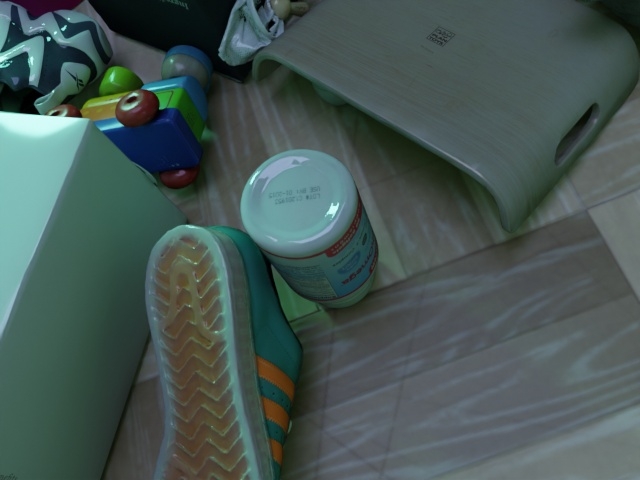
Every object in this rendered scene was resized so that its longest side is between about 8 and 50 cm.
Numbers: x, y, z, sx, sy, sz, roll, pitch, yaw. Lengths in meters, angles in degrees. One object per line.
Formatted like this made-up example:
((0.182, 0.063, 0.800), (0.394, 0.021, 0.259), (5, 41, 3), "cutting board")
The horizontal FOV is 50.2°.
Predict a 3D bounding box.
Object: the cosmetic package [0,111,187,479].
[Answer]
((-0.260, 0.096, 0.563), (0.155, 0.197, 0.365), (6, 67, 18), "cosmetic package")

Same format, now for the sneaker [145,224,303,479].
((-0.061, 0.138, 0.548), (0.108, 0.121, 0.301), (-5, 86, 29), "sneaker")

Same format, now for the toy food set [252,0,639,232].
((0.113, -0.161, 0.653), (0.306, 0.092, 0.220), (35, 67, 24), "toy food set")

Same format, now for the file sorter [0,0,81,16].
((-0.335, -0.435, 0.815), (0.291, 0.202, 0.182), (-43, 62, -7), "file sorter")

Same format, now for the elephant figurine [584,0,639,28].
((0.292, -0.308, 0.636), (0.169, 0.186, 0.239), (-36, 53, 26), "elephant figurine")

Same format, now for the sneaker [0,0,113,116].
((-0.363, -0.183, 0.758), (0.235, 0.094, 0.153), (13, 58, 13), "sneaker")

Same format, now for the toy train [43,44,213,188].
((-0.233, -0.126, 0.719), (0.248, 0.105, 0.143), (-6, 49, 20), "toy train")

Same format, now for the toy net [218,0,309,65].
((-0.022, -0.269, 0.693), (0.045, 0.122, 0.232), (26, 67, 26), "toy net")

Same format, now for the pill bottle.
((0.000, 0.000, 0.557), (0.087, 0.160, 0.087), (-5, 66, 12), "pill bottle")

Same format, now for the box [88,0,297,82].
((-0.138, -0.403, 0.640), (0.212, 0.395, 0.293), (25, 75, 23), "box")
